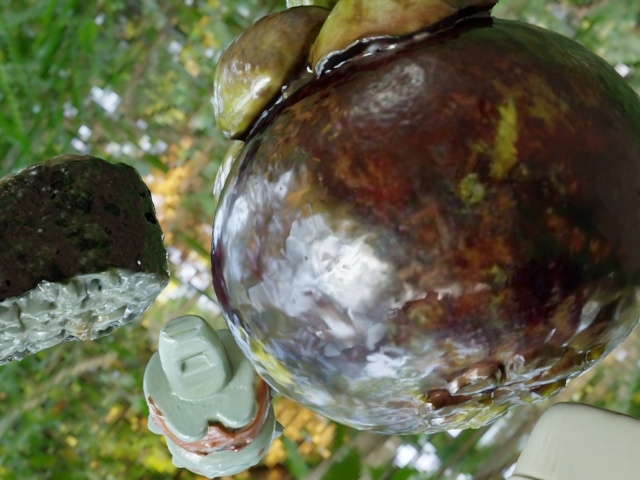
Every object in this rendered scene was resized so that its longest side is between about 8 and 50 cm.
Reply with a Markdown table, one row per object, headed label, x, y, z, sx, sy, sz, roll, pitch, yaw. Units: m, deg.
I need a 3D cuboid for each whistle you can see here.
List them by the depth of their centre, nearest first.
| label | x | y | z | sx | sy | sz | roll | pitch | yaw |
| --- | --- | --- | --- | --- | --- | --- | --- | --- | --- |
| whistle | -0.090 | 0.133 | 1.314 | 0.106 | 0.102 | 0.253 | 37 | 158 | 26 |

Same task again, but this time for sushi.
| label | x | y | z | sx | sy | sz | roll | pitch | yaw |
| --- | --- | --- | --- | --- | --- | --- | --- | --- | --- |
| sushi | -0.330 | 0.031 | 1.611 | 0.350 | 0.211 | 0.171 | -20 | -109 | -18 |

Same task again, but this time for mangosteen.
| label | x | y | z | sx | sy | sz | roll | pitch | yaw |
| --- | --- | --- | --- | --- | --- | --- | --- | --- | --- |
| mangosteen | 0.038 | -0.030 | 0.654 | 0.192 | 0.192 | 0.217 | 8 | -126 | -55 |

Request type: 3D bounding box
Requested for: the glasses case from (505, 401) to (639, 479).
| label | x | y | z | sx | sy | sz | roll | pitch | yaw |
| --- | --- | --- | --- | --- | --- | --- | --- | --- | --- |
| glasses case | 0.213 | 0.144 | 0.519 | 0.313 | 0.070 | 0.131 | 15 | 157 | 31 |
